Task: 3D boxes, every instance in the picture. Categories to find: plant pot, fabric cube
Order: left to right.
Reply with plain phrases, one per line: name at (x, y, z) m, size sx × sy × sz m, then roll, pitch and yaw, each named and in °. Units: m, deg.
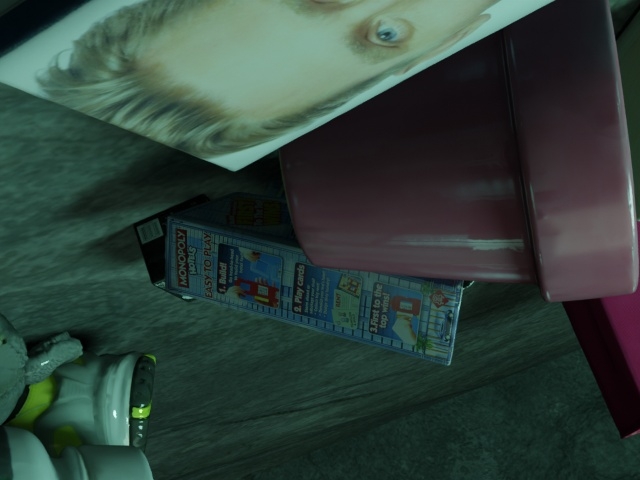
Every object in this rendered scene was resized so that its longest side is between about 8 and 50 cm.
plant pot at (0.077, -0.058, 0.651) m, size 0.180 × 0.201 × 0.201 m, roll -8°, pitch 167°, yaw 13°
fabric cube at (0.463, 0.079, 1.442) m, size 0.259 × 0.258 × 0.254 m, roll -21°, pitch 164°, yaw 0°

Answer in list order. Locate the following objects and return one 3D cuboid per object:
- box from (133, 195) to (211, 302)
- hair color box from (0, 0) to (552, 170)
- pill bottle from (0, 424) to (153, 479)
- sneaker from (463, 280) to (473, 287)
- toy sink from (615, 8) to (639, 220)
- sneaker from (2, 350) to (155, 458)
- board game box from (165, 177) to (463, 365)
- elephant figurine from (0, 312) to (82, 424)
box at (-0.096, 0.008, 0.878) m, size 0.062 × 0.052 × 0.083 m, roll -22°, pitch 163°, yaw 8°
hair color box at (0.052, -0.156, 0.399) m, size 0.347 × 0.105 × 0.174 m, roll -26°, pitch 161°, yaw 22°
pill bottle at (-0.321, 0.244, 0.881) m, size 0.361 × 0.204 × 0.204 m, roll 4°, pitch 156°, yaw -22°
sneaker at (0.165, 0.037, 1.350) m, size 0.044 × 0.040 × 0.109 m, roll -32°, pitch 174°, yaw -26°
toy sink at (0.344, -0.119, 0.857) m, size 0.234 × 0.131 × 0.153 m, roll -17°, pitch 164°, yaw -14°
sneaker at (-0.273, 0.184, 1.158) m, size 0.147 × 0.145 × 0.384 m, roll 11°, pitch 153°, yaw -17°
board game box at (0.000, 0.000, 0.782) m, size 0.194 × 0.060 × 0.194 m, roll 8°, pitch -154°, yaw 4°
elephant figurine at (-0.326, 0.096, 0.760) m, size 0.239 × 0.186 × 0.169 m, roll -20°, pitch -149°, yaw 38°
